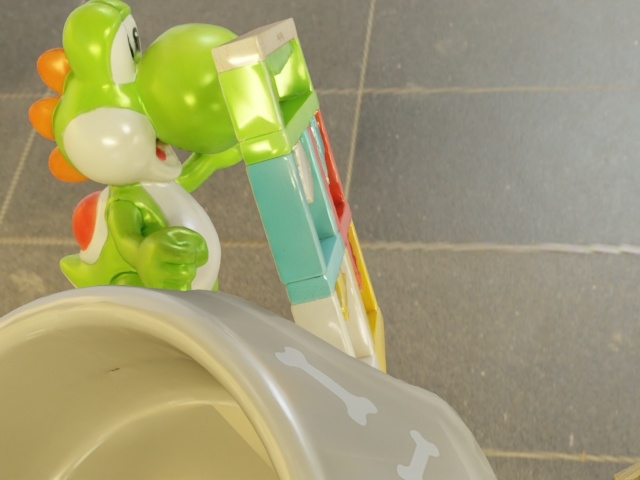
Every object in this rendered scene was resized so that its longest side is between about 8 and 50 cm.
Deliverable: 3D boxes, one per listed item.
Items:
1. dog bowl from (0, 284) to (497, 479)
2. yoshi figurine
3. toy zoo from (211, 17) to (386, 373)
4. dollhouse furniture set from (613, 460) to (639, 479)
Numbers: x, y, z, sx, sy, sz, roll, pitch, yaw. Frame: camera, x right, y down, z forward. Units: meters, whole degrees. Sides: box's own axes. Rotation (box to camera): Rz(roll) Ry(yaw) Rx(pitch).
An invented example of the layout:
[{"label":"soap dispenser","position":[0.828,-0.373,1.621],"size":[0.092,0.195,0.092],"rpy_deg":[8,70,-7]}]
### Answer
[{"label":"dog bowl","position":[-0.088,0.177,0.413],"size":[0.348,0.102,0.349],"rpy_deg":[-15,63,31]},{"label":"yoshi figurine","position":[-0.116,-0.037,0.888],"size":[0.203,0.362,0.203],"rpy_deg":[-23,27,-28]},{"label":"toy zoo","position":[0.000,0.000,0.685],"size":[0.030,0.293,0.192],"rpy_deg":[-15,14,9]},{"label":"dollhouse furniture set","position":[0.408,0.294,1.010],"size":[0.129,0.183,0.129],"rpy_deg":[-34,43,21]}]
